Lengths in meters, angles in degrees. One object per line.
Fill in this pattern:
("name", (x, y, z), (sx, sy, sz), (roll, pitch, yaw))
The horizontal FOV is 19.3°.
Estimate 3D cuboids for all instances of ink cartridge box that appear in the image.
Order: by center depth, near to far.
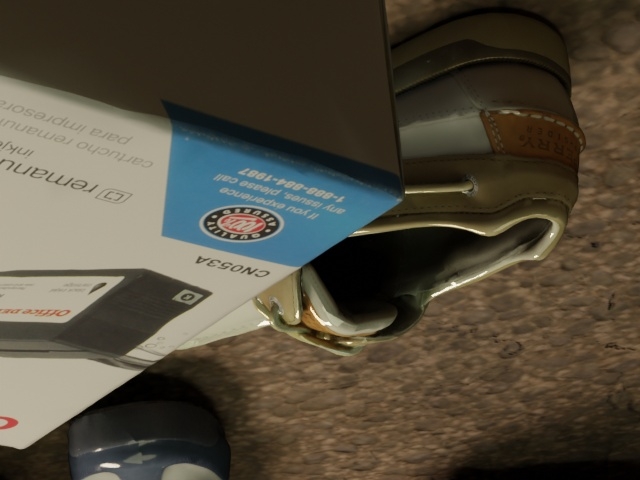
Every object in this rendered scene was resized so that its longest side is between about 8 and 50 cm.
("ink cartridge box", (-0.148, -0.031, 0.813), (0.223, 0.129, 0.307), (15, 147, -36))

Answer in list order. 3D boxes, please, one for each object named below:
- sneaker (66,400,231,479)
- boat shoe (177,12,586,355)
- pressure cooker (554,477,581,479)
("sneaker", (-0.112, 0.213, 1.295), (0.112, 0.131, 0.319), (-5, 153, -2))
("boat shoe", (0.000, 0.000, 0.932), (0.113, 0.103, 0.302), (17, 145, -38))
("pressure cooker", (0.159, 0.419, 1.501), (0.375, 0.370, 0.420), (-16, 157, -17))
